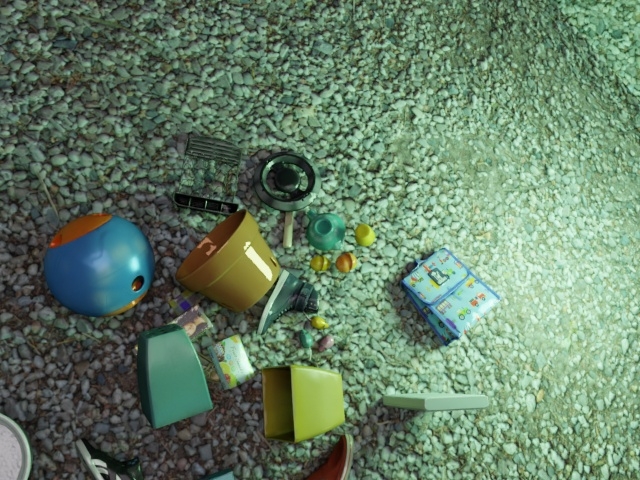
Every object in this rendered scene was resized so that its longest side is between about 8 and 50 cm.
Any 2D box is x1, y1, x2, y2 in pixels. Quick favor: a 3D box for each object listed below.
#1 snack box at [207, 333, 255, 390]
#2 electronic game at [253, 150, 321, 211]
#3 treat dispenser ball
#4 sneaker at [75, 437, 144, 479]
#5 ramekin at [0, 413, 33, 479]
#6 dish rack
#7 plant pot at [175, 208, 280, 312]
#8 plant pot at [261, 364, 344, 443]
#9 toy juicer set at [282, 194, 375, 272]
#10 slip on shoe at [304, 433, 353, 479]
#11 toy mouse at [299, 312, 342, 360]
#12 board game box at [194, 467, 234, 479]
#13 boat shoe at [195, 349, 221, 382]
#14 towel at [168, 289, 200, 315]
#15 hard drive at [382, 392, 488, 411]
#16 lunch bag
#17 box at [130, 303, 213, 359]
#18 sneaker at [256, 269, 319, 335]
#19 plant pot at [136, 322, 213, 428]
[{"bbox_3d":[-0.270,0.368,1.698,0.100,0.037,0.141,-18,82,-45],"label":"snack box"},{"bbox_3d":[-0.111,-0.201,1.889,0.229,0.048,0.229,2,66,-5],"label":"electronic game"},{"bbox_3d":[-0.609,0.069,1.555,0.288,0.288,0.288,4,75,-16],"label":"treat dispenser ball"},{"bbox_3d":[-0.573,0.617,1.551,0.121,0.079,0.217,-31,80,-37],"label":"sneaker"},{"bbox_3d":[-0.879,0.573,1.429,0.277,0.135,0.277,4,75,-15],"label":"ramekin"},{"bbox_3d":[-0.357,-0.216,1.819,0.208,0.074,0.272,10,73,-15],"label":"dish rack"},{"bbox_3d":[-0.259,0.077,1.681,0.203,0.291,0.291,46,68,-19],"label":"plant pot"},{"bbox_3d":[-0.046,0.478,1.676,0.187,0.212,0.212,3,75,-29],"label":"plant pot"},{"bbox_3d":[0.000,0.000,1.869,0.328,0.089,0.209,21,79,16],"label":"toy juicer set"},{"bbox_3d":[0.004,0.727,1.669,0.101,0.123,0.331,31,74,-3],"label":"slip on shoe"},{"bbox_3d":[-0.011,0.319,1.808,0.161,0.031,0.143,25,71,-9],"label":"toy mouse"},{"bbox_3d":[-0.378,0.817,1.547,0.335,0.079,0.254,-13,80,-19],"label":"board game box"},{"bbox_3d":[-0.354,0.372,1.683,0.153,0.048,0.056,44,69,-2],"label":"boat shoe"},{"bbox_3d":[-0.417,0.187,1.722,0.083,0.009,0.060,-36,67,-20],"label":"towel"},{"bbox_3d":[0.343,0.494,1.721,0.202,0.307,0.040,2,77,-16],"label":"hard drive"},{"bbox_3d":[0.431,0.176,1.943,0.221,0.138,0.293,-37,76,-20],"label":"lunch bag"},{"bbox_3d":[-0.442,0.290,1.673,0.232,0.058,0.087,-36,89,-21],"label":"box"},{"bbox_3d":[-0.095,0.223,1.773,0.163,0.086,0.226,28,69,-1],"label":"sneaker"},{"bbox_3d":[-0.423,0.362,1.559,0.165,0.165,0.234,-13,98,-27],"label":"plant pot"}]
